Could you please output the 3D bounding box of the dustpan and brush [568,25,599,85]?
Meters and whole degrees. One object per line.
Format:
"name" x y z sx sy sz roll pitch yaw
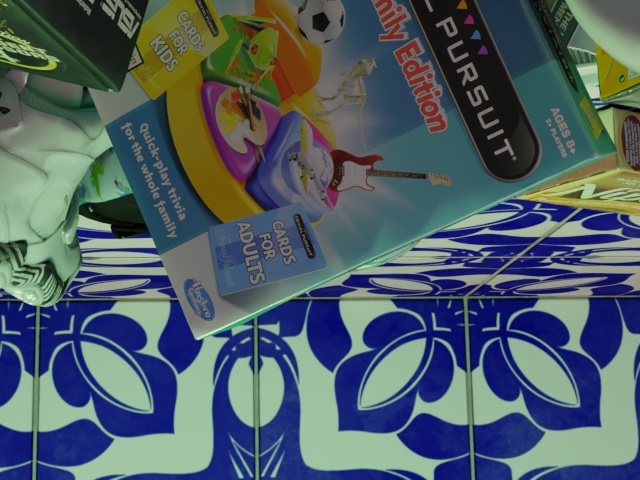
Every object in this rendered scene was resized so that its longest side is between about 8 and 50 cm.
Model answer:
"dustpan and brush" 0.292 -0.184 1.303 0.211 0.060 0.147 -5 168 17

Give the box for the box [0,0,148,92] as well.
"box" -0.329 -0.215 0.751 0.394 0.097 0.318 16 170 10

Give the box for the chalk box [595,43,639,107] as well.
"chalk box" 0.366 -0.188 1.128 0.213 0.132 0.132 4 166 -30

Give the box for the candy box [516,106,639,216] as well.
"candy box" 0.435 -0.094 1.691 0.316 0.088 0.183 7 166 -33

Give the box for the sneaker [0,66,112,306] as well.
"sneaker" -0.245 -0.063 1.128 0.210 0.137 0.366 -46 170 -1

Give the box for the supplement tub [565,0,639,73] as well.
"supplement tub" 0.335 -0.190 0.837 0.241 0.241 0.331 -12 164 43

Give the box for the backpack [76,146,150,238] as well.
"backpack" -0.093 -0.110 1.248 0.290 0.274 0.355 4 -172 -21

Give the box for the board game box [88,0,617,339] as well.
"board game box" 0.007 -0.108 0.935 0.336 0.254 0.079 -26 176 23

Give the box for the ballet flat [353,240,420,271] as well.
"ballet flat" 0.000 0.000 1.228 0.206 0.073 0.067 -15 -154 11

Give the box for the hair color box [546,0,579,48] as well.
"hair color box" 0.147 -0.151 1.130 0.105 0.174 0.347 27 168 3
